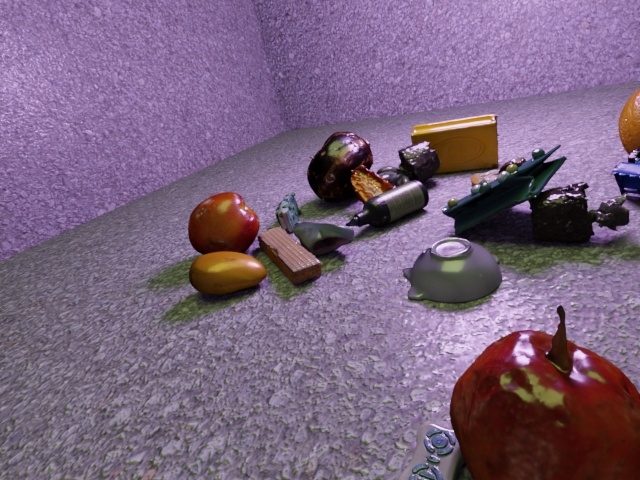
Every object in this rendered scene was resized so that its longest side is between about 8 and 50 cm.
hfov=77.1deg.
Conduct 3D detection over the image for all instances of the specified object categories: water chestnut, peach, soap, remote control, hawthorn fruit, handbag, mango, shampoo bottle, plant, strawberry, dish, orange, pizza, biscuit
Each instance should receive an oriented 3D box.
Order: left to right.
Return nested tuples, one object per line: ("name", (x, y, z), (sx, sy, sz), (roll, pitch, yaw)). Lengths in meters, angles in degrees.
("peach", (-0.320, -0.038, 1.338), (0.244, 0.199, 0.243), (-9, 66, 20))
("mango", (-0.258, 0.092, 1.127), (0.220, 0.112, 0.144), (0, 25, 3))
("biscuit", (-0.102, 0.036, 1.219), (0.094, 0.054, 0.379), (-21, 24, -18))
("water chestnut", (0.104, -0.273, 1.584), (0.300, 0.299, 0.300), (-12, 24, 5))
("strawberry", (0.186, -0.184, 1.426), (0.121, 0.188, 0.082), (-38, -23, 12))
("shampoo bottle", (0.214, -0.105, 1.300), (0.284, 0.101, 0.101), (-24, 25, -21))
("plant", (0.316, -0.253, 1.524), (0.275, 0.146, 0.149), (-32, 57, -8))
("remote control", (0.150, 0.297, 0.529), (0.074, 0.032, 0.122), (3, 30, 33))
("dish", (0.296, 0.048, 0.933), (0.228, 0.086, 0.236), (11, 34, 44))
("soap", (0.534, -0.370, 1.590), (0.325, 0.204, 0.096), (-4, 36, 24))
("handbag", (0.488, -0.145, 1.094), (0.274, 0.100, 0.269), (-34, -3, -33))
("pizza", (0.667, -0.225, 1.395), (0.262, 0.034, 0.181), (-15, 23, -2))
("hawthorn fruit", (0.262, 0.184, 0.458), (0.208, 0.243, 0.207), (0, 21, 0))
("plant", (0.609, -0.065, 0.955), (0.203, 0.131, 0.142), (-4, 22, 21))
("orange", (1.039, -0.351, 1.186), (0.275, 0.274, 0.274), (-12, 24, 5))

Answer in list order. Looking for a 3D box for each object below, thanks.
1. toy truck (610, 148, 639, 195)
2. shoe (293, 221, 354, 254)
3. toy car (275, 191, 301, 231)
("toy truck", (0.885, -0.181, 1.066), (0.208, 0.126, 0.113), (-27, 27, -18))
("shoe", (0.000, 0.000, 1.214), (0.251, 0.103, 0.100), (-3, 67, 54))
("toy car", (-0.123, -0.106, 1.505), (0.076, 0.090, 0.224), (-17, 23, 8))
